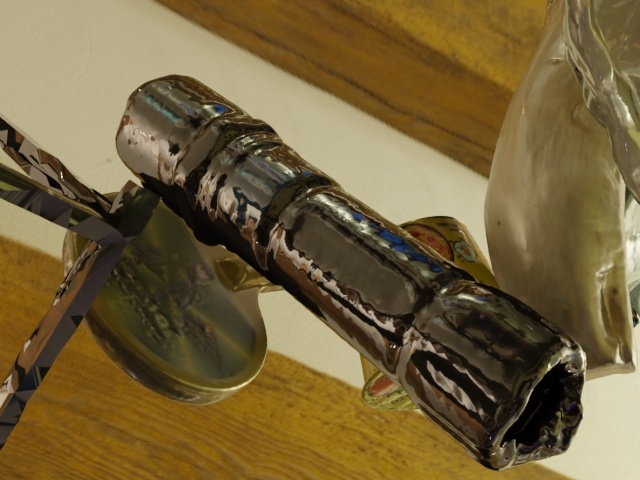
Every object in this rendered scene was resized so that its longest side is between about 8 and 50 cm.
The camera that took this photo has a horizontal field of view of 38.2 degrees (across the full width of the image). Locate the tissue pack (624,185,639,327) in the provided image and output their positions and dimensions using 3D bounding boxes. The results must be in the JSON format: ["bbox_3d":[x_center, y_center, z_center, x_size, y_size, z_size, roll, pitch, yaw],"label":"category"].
[{"bbox_3d":[0.303,-0.073,0.936,0.271,0.134,0.192,-58,-39,-14],"label":"tissue pack"}]

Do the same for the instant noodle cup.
[{"bbox_3d":[0.108,0.069,0.937,0.182,0.182,0.144,-3,-122,-25],"label":"instant noodle cup"}]

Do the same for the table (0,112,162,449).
[{"bbox_3d":[-0.296,-0.007,0.441,0.222,0.335,0.272,31,-89,-44],"label":"table"}]

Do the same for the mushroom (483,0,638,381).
[{"bbox_3d":[0.190,-0.066,0.673,0.122,0.095,0.351,20,-116,-12],"label":"mushroom"}]

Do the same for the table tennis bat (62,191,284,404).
[{"bbox_3d":[-0.101,0.039,0.818,0.198,0.050,0.321,57,-154,11],"label":"table tennis bat"}]

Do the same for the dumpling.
[{"bbox_3d":[0.169,-0.102,0.442,0.151,0.124,0.229,-39,-48,-31],"label":"dumpling"}]

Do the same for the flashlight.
[{"bbox_3d":[0.000,0.000,0.631,0.103,0.424,0.103,-25,-47,-31],"label":"flashlight"}]
